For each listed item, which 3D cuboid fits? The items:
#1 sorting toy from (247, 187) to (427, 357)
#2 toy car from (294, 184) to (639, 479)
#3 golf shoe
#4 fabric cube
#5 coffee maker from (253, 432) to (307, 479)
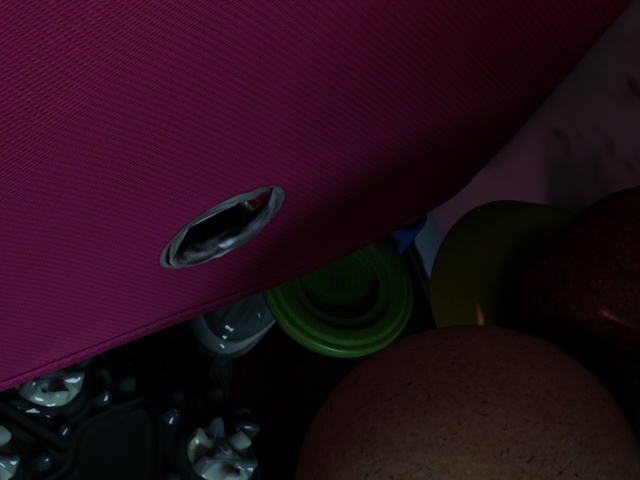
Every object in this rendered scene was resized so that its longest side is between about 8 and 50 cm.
[{"bbox_3d":[0.000,0.000,0.614,0.042,0.061,0.102,125,141,-54],"label":"sorting toy"},{"bbox_3d":[0.047,0.077,0.465,0.155,0.188,0.149,11,116,54],"label":"toy car"},{"bbox_3d":[-0.077,0.074,0.606,0.105,0.273,0.120,30,127,-7],"label":"golf shoe"},{"bbox_3d":[-0.060,-0.139,0.442,0.259,0.254,0.258,59,146,13],"label":"fabric cube"},{"bbox_3d":[0.005,0.179,0.614,0.171,0.120,0.178,-75,-38,-69],"label":"coffee maker"}]
